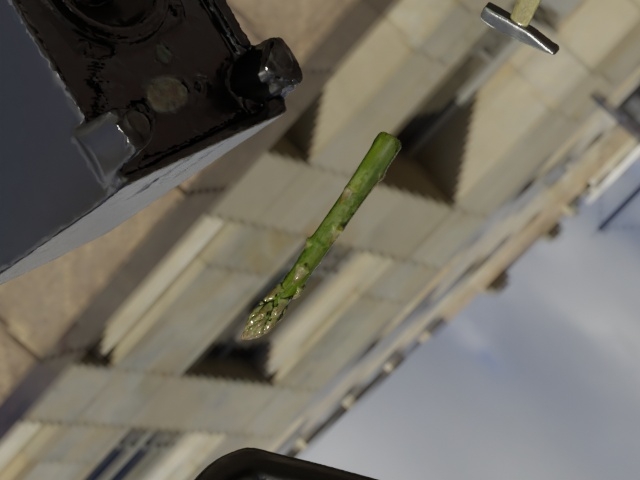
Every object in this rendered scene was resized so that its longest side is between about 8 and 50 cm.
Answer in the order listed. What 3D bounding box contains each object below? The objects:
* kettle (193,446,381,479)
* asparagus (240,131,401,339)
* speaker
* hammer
[{"bbox_3d":[-0.041,0.292,1.368,0.308,0.262,0.203,13,171,38],"label":"kettle"},{"bbox_3d":[0.000,0.000,0.802,0.014,0.114,0.015,36,179,-8],"label":"asparagus"},{"bbox_3d":[-0.187,-0.121,1.184,0.184,0.254,0.232,-32,-89,-49],"label":"speaker"},{"bbox_3d":[0.169,-0.213,1.218,0.062,0.199,0.013,33,-136,11],"label":"hammer"}]
